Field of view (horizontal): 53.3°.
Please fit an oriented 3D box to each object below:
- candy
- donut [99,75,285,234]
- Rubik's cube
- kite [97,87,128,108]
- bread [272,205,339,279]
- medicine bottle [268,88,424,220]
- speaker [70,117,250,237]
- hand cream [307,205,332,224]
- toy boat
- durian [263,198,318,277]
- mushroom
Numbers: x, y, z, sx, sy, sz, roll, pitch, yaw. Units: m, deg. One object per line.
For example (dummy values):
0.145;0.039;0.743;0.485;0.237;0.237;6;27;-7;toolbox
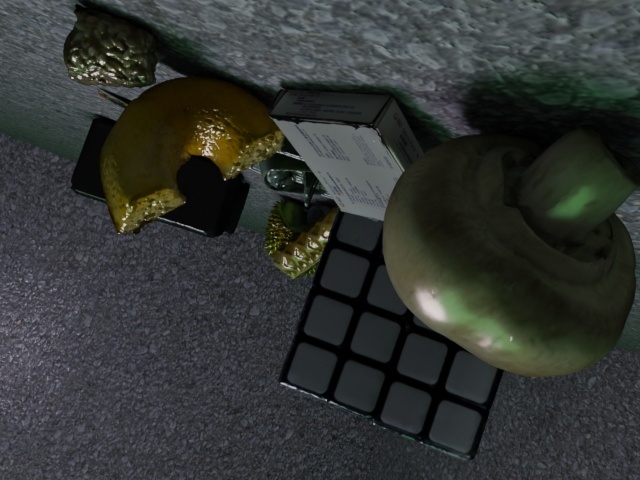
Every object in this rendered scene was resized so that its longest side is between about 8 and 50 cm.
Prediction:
-0.244;-0.219;0.743;0.110;0.085;0.095;9;-174;-14;candy
-0.180;-0.134;0.812;0.152;0.259;0.101;55;159;5;donut
0.152;0.149;1.159;0.337;0.344;0.344;19;175;9;Rubik's cube
-0.258;-0.210;1.212;0.321;0.016;0.234;21;176;-8;kite
0.001;0.000;1.469;0.098;0.087;0.269;33;134;-22;bread
0.048;-0.094;0.769;0.171;0.052;0.201;15;155;42;medicine bottle
-0.364;-0.134;1.515;0.388;0.180;0.184;20;180;-10;speaker
0.083;-0.032;1.603;0.276;0.059;0.095;17;176;-39;hand cream
-0.048;-0.115;0.961;0.319;0.092;0.141;19;167;2;toy boat
-0.038;0.002;1.678;0.236;0.176;0.200;12;-139;-19;durian
0.200;-0.005;0.603;0.260;0.254;0.234;-14;155;-33;mushroom
